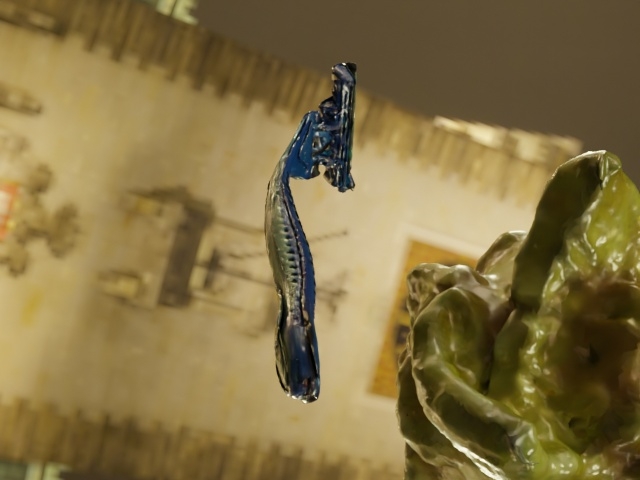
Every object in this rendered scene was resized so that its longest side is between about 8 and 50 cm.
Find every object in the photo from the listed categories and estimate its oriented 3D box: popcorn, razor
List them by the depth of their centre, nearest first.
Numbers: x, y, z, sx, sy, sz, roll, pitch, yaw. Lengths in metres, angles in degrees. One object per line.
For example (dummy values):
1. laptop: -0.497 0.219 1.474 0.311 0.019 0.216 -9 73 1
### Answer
1. razor: -0.012 -0.001 1.185 0.324 0.056 0.093 -82 175 -57
2. popcorn: 0.177 0.111 1.503 0.290 0.326 0.321 -20 -77 37
